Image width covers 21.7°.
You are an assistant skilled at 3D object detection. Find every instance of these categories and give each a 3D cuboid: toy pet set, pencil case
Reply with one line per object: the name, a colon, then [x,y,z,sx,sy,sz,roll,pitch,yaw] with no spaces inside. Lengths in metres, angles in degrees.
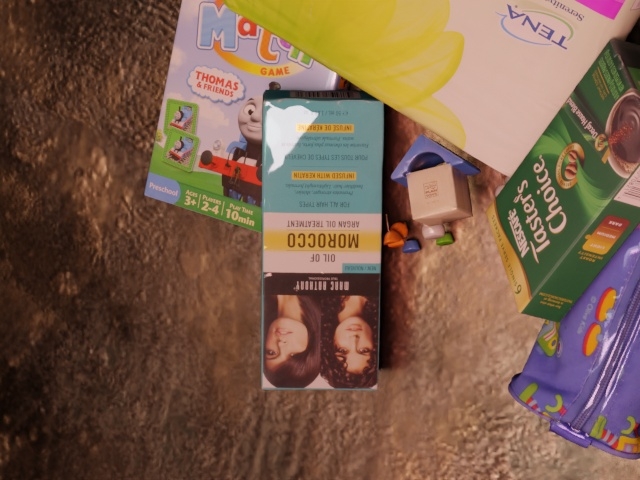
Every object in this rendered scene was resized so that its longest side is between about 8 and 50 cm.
toy pet set: [0.098,-0.041,1.341,0.122,0.114,0.065,-13,75,24]
pencil case: [0.247,0.016,1.258,0.119,0.133,0.306,25,107,14]

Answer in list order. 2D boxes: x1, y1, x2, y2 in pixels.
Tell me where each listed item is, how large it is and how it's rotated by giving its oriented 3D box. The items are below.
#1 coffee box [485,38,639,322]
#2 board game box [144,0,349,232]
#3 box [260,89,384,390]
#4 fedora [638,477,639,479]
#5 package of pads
coffee box: [0.191,-0.041,1.210,0.184,0.040,0.113,-56,32,38]
board game box: [-0.058,-0.120,1.433,0.160,0.039,0.211,17,103,22]
box: [0.000,0.000,1.380,0.100,0.060,0.244,0,103,-1]
fedora: [0.317,0.282,1.263,0.244,0.124,0.275,43,112,14]
package of pads: [0.090,-0.204,1.260,0.296,0.101,0.229,31,130,6]
